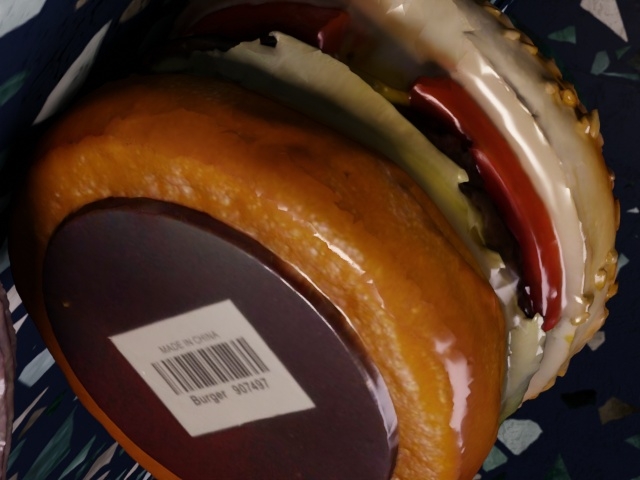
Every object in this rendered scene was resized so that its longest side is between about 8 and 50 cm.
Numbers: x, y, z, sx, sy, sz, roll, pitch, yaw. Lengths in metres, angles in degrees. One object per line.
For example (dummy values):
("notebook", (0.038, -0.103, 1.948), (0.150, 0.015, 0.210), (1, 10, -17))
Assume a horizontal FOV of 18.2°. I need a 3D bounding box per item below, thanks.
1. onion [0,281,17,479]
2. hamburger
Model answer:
("onion", (-0.251, 0.110, 0.935), (0.250, 0.111, 0.247), (-24, 126, -61))
("hamburger", (0.000, 0.000, 1.149), (0.250, 0.330, 0.330), (-50, 174, -35))
